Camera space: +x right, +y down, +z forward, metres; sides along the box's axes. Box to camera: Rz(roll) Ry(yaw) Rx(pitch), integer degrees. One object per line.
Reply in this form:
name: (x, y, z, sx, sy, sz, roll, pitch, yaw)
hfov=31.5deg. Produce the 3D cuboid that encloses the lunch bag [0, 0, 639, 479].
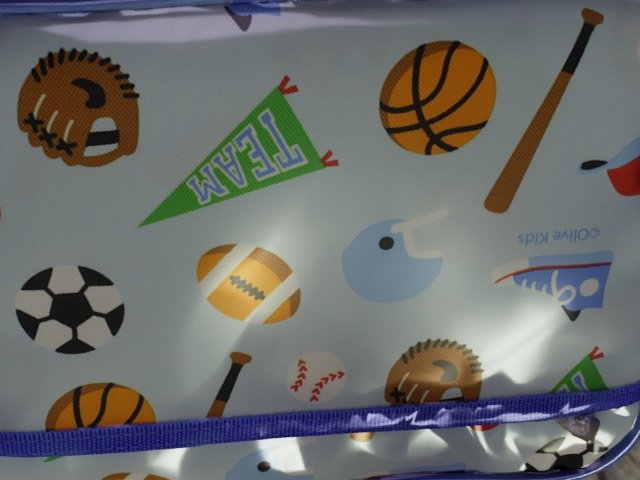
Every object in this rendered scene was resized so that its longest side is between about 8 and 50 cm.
lunch bag: (0.000, 0.000, 0.437, 0.303, 0.115, 0.243, -2, 117, -8)
